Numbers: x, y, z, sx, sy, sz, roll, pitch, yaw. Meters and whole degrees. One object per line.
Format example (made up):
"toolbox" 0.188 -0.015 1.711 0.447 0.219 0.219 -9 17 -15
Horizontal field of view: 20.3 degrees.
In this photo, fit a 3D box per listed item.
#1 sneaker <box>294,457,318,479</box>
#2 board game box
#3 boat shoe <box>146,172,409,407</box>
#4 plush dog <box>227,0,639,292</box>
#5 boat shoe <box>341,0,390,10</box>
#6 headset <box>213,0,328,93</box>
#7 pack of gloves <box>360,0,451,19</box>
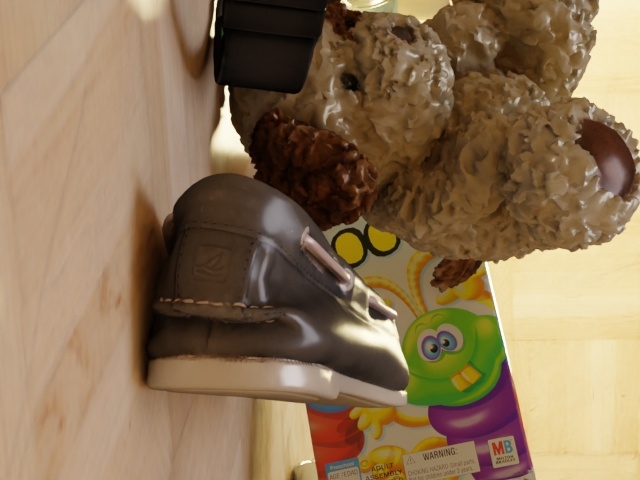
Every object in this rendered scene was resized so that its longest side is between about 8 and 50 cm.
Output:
"sneaker" 0.035 0.272 1.533 0.292 0.108 0.169 75 18 -69
"board game box" 0.058 0.075 1.267 0.144 0.142 0.275 72 6 -61
"boat shoe" -0.013 0.034 0.909 0.335 0.112 0.095 37 57 -80
"plush dog" 0.047 -0.074 1.106 0.210 0.225 0.262 -53 -153 37
"boat shoe" 0.042 -0.350 1.723 0.340 0.127 0.113 78 -13 -66
"headset" 0.019 -0.245 0.890 0.394 0.185 0.243 102 -8 -51
"pack of gloves" 0.085 -0.324 1.901 0.232 0.046 0.195 4 -83 59
